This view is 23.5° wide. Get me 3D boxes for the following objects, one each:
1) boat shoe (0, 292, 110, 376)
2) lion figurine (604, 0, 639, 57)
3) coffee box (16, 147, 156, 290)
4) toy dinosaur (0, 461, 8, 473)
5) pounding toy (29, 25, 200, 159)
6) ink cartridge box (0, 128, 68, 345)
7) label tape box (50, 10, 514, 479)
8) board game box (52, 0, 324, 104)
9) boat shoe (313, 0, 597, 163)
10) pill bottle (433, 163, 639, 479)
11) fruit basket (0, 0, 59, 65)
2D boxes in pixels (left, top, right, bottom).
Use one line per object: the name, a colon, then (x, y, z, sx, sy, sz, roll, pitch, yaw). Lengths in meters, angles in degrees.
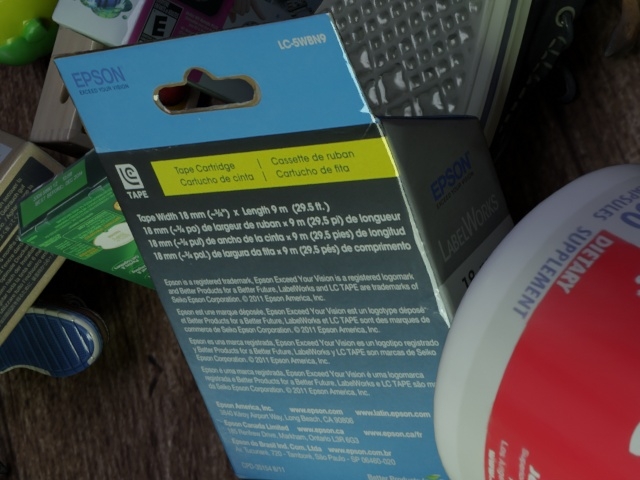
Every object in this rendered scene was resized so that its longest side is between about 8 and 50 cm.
boat shoe: (-0.233, 0.073, 1.314, 0.183, 0.066, 0.066, -4, 112, 45)
lion figurine: (0.282, -0.183, 0.860, 0.392, 0.240, 0.142, -12, 68, 38)
coffee box: (-0.129, -0.012, 1.186, 0.113, 0.184, 0.040, -30, 56, 31)
toy dinosaur: (-0.342, 0.171, 1.367, 0.268, 0.064, 0.118, -30, 80, 42)
pounding toy: (-0.157, -0.102, 1.288, 0.100, 0.130, 0.141, 3, 77, 53)
ink cartridge box: (-0.291, 0.006, 1.296, 0.193, 0.088, 0.235, -53, 22, -7)
label tape box: (0.000, 0.000, 0.996, 0.241, 0.106, 0.333, -2, 118, 39)
board game box: (-0.037, -0.256, 1.164, 0.097, 0.224, 0.303, 23, 91, 43)
boat shoe: (0.104, -0.166, 1.069, 0.187, 0.156, 0.500, 38, 116, 36)
pill bottle: (0.269, 0.133, 0.771, 0.408, 0.229, 0.229, 32, 96, 42)
fruit basket: (-0.350, -0.339, 1.485, 0.392, 0.283, 0.392, 4, 110, 12)
